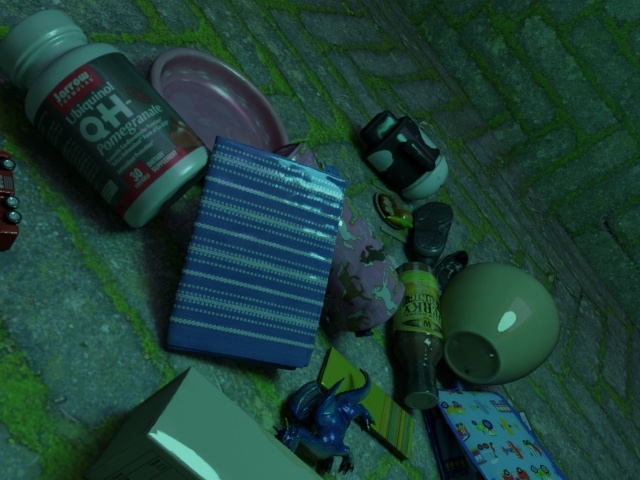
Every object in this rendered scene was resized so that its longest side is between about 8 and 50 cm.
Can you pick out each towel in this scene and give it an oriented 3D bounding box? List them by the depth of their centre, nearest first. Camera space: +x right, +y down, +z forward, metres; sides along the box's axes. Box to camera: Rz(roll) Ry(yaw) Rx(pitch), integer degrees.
[{"bbox_3d":[-0.095,0.030,0.888,0.243,0.040,0.336,16,84,-25],"label":"towel"},{"bbox_3d":[0.090,0.310,1.055,0.237,0.021,0.102,43,31,-13],"label":"towel"}]

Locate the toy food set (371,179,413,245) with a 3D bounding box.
[{"bbox_3d":[0.204,-0.088,1.531,0.132,0.038,0.192,25,43,-35],"label":"toy food set"}]

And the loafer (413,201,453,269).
[{"bbox_3d":[0.308,-0.012,1.561,0.109,0.095,0.302,11,31,14],"label":"loafer"}]

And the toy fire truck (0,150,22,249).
[{"bbox_3d":[-0.457,-0.040,0.697,0.135,0.047,0.192,7,54,-45],"label":"toy fire truck"}]

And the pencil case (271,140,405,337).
[{"bbox_3d":[0.000,0.000,1.037,0.167,0.160,0.386,-47,113,-30],"label":"pencil case"}]

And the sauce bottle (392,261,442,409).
[{"bbox_3d":[0.214,0.201,1.218,0.111,0.111,0.344,33,38,-26],"label":"sauce bottle"}]

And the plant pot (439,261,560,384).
[{"bbox_3d":[0.374,0.215,1.258,0.284,0.284,0.191,54,41,3],"label":"plant pot"}]

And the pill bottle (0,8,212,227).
[{"bbox_3d":[-0.333,-0.189,0.863,0.318,0.176,0.176,48,34,-7],"label":"pill bottle"}]

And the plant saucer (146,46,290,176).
[{"bbox_3d":[-0.212,-0.240,1.136,0.332,0.084,0.332,31,39,-29],"label":"plant saucer"}]

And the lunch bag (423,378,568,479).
[{"bbox_3d":[0.342,0.418,1.151,0.221,0.138,0.293,9,43,-30],"label":"lunch bag"}]

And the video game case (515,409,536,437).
[{"bbox_3d":[0.451,0.507,1.298,0.274,0.026,0.196,9,53,-44],"label":"video game case"}]

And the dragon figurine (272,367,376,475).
[{"bbox_3d":[0.010,0.276,0.902,0.144,0.085,0.289,55,45,-17],"label":"dragon figurine"}]

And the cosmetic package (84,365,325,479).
[{"bbox_3d":[-0.110,0.318,0.686,0.309,0.160,0.113,46,33,-12],"label":"cosmetic package"}]

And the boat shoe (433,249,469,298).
[{"bbox_3d":[0.361,0.085,1.527,0.080,0.076,0.228,55,34,4],"label":"boat shoe"}]

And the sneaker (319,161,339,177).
[{"bbox_3d":[0.005,-0.152,1.318,0.069,0.082,0.209,54,32,6],"label":"sneaker"}]

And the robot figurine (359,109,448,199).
[{"bbox_3d":[0.245,-0.246,1.601,0.278,0.173,0.209,45,37,-11],"label":"robot figurine"}]
